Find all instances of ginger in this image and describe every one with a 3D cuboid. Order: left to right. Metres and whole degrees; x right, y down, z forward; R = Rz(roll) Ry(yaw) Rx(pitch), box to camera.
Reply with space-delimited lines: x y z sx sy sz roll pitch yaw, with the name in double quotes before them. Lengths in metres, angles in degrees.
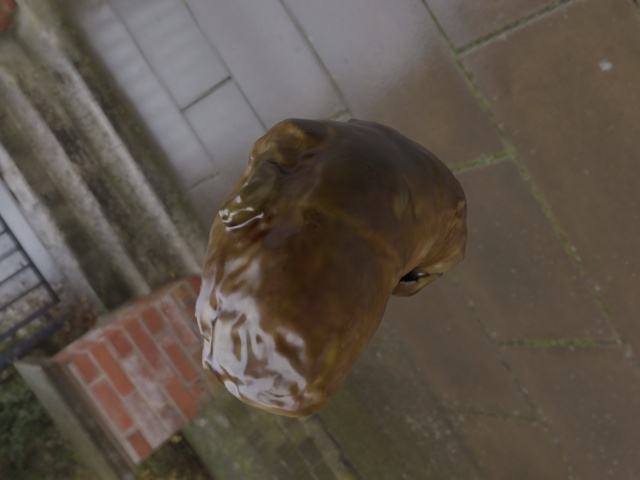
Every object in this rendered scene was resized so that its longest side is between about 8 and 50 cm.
"ginger" 0.000 0.000 0.719 0.165 0.321 0.172 -35 90 34
